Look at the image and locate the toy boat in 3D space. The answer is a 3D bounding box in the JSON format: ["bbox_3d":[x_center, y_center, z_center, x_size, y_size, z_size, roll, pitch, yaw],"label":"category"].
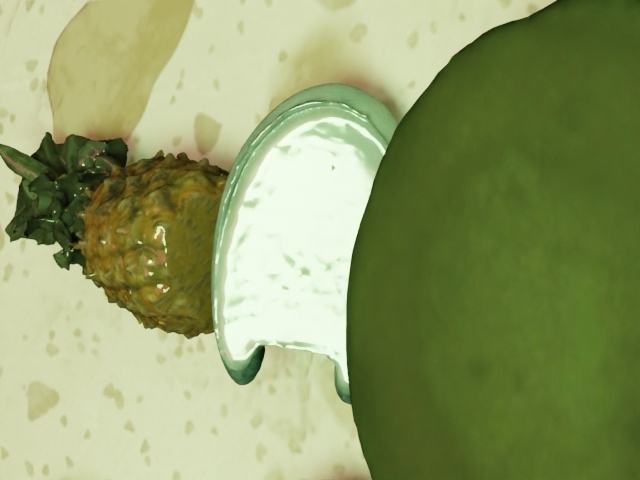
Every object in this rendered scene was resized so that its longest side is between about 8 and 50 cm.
[{"bbox_3d":[0.000,0.000,1.126,0.134,0.079,0.208,8,98,12],"label":"toy boat"}]

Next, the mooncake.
[{"bbox_3d":[0.185,0.053,0.876,0.356,0.194,0.356,1,92,50],"label":"mooncake"}]

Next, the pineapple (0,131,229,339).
[{"bbox_3d":[-0.145,-0.013,1.233,0.248,0.128,0.128,19,103,44],"label":"pineapple"}]
